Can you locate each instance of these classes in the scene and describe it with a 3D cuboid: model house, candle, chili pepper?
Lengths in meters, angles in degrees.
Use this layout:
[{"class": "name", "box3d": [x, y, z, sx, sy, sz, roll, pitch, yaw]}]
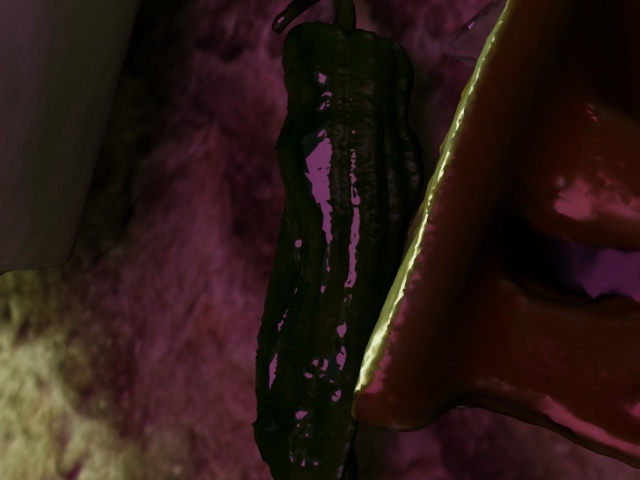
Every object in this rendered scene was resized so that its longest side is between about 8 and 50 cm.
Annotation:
[{"class": "model house", "box3d": [0.168, -0.013, 0.705, 0.239, 0.173, 0.268, 19, 81, 14]}, {"class": "candle", "box3d": [-0.209, -0.099, 0.974, 0.221, 0.221, 0.342, 22, 101, 35]}, {"class": "chili pepper", "box3d": [0.004, 0.001, 0.898, 0.100, 0.074, 0.256, 172, 106, -80]}]

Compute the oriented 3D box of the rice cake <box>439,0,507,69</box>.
[{"class": "rice cake", "box3d": [0.163, -0.143, 0.813, 0.256, 0.052, 0.057, -39, 99, 26]}]
